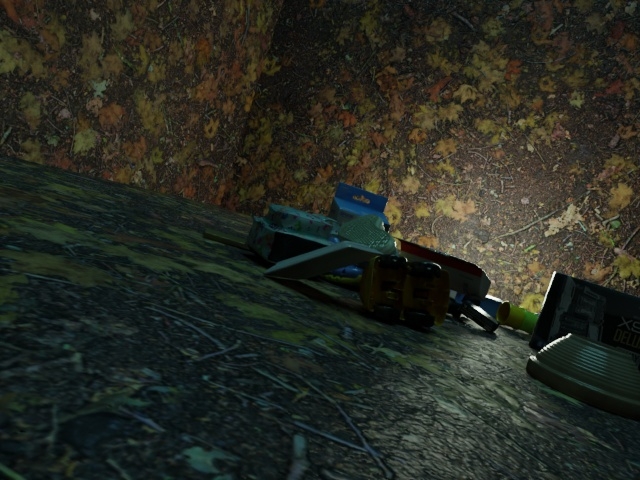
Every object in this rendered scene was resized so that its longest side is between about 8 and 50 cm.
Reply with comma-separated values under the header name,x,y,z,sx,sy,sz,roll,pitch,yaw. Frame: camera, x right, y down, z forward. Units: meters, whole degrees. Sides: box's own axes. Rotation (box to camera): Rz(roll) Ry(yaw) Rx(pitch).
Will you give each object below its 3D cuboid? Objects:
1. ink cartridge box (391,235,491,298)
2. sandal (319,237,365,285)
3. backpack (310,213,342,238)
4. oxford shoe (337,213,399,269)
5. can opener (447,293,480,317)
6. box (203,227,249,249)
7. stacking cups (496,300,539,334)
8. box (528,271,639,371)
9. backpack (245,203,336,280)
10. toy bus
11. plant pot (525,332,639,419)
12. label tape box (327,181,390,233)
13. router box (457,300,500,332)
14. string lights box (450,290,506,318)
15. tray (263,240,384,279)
name,x,y,z,sx,sy,sz,roll,pitch,yaw
ink cartridge box,0.424,0.105,1.715,0.308,0.091,0.385,20,-3,29
sandal,0.028,0.052,1.541,0.126,0.138,0.317,18,4,-45
backpack,0.000,0.000,1.794,0.166,0.188,0.144,16,2,-43
oxford shoe,0.163,0.013,1.633,0.169,0.130,0.449,-25,19,0
can opener,0.453,0.208,1.622,0.074,0.093,0.280,35,11,36
box,-0.297,0.000,1.648,0.201,0.021,0.164,18,3,-12
stacking cups,0.820,0.314,1.797,0.316,0.096,0.096,18,3,-7
box,0.806,0.253,1.411,0.307,0.242,0.076,20,3,21
backpack,-0.098,-0.003,1.443,0.225,0.191,0.253,15,-1,-34
toy bus,0.170,0.120,1.180,0.220,0.149,0.211,14,-9,-25
plant pot,0.564,0.265,1.001,0.237,0.110,0.237,18,4,-1
label tape box,0.153,-0.046,2.042,0.249,0.348,0.115,17,3,-20
router box,0.500,0.239,1.520,0.122,0.038,0.092,37,11,25
string lights box,0.655,0.258,2.050,0.259,0.077,0.133,18,4,10
tray,0.002,0.048,1.158,0.270,0.030,0.145,-19,-19,35
